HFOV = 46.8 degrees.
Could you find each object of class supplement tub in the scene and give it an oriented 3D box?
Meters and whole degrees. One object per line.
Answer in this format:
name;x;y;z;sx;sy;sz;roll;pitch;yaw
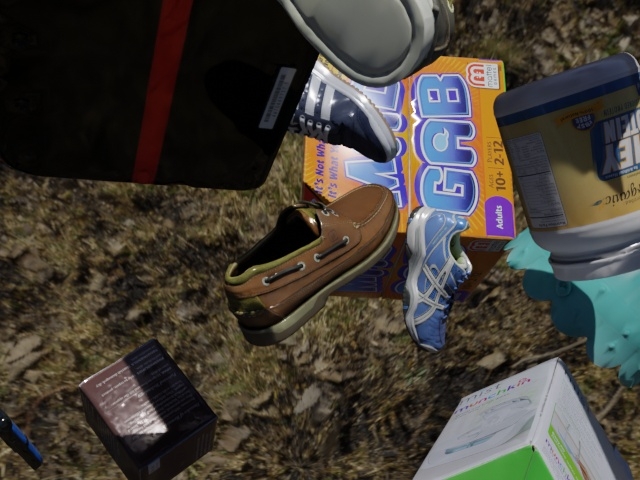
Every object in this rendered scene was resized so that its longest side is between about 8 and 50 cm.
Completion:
supplement tub;0.269;-0.073;0.746;0.144;0.144;0.200;-20;96;-7

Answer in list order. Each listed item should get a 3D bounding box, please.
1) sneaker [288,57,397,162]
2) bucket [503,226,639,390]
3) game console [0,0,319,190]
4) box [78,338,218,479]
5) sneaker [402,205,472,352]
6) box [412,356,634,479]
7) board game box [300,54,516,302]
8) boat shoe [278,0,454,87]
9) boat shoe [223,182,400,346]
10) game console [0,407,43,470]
sneaker;-0.032;-0.178;1.057;0.153;0.099;0.282;-41;76;-16
bucket;0.401;0.038;0.983;0.281;0.281;0.183;47;110;12
game console;-0.183;-0.187;0.801;0.342;0.386;0.060;2;59;-20
box;-0.321;0.332;1.383;0.167;0.168;0.203;-32;66;-30
sneaker;0.164;0.059;1.029;0.081;0.080;0.211;5;106;27
box;0.218;0.271;0.667;0.127;0.231;0.262;-30;87;23
board game box;0.141;-0.107;1.425;0.356;0.356;0.356;3;68;-2
boat shoe;-0.015;-0.246;0.551;0.305;0.109;0.091;51;39;3
boat shoe;0.000;0.000;0.945;0.110;0.104;0.307;4;37;40
game console;-0.612;0.270;1.140;0.293;0.250;0.173;33;60;27
